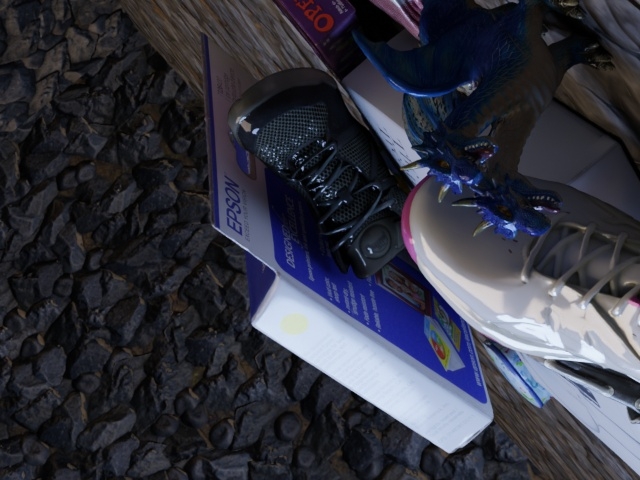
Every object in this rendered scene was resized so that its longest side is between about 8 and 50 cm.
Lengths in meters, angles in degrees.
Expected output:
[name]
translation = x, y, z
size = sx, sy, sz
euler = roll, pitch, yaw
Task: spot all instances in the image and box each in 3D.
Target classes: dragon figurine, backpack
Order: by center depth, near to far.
[dragon figurine]
translation = 0.077, -0.105, 1.072
size = 0.085, 0.144, 0.289
euler = 55, 174, -37
[backpack]
translation = 0.228, 0.120, 1.799
size = 0.105, 0.084, 0.114
euler = 50, 173, -16

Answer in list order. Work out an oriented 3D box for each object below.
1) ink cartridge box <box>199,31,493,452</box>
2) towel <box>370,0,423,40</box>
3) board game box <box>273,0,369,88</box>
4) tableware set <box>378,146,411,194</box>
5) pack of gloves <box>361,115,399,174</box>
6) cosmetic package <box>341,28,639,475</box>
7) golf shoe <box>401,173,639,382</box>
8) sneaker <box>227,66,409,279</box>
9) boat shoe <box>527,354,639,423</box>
[ink cartridge box]
translation = 0.000, 0.000, 1.494
size = 0.307, 0.072, 0.303
euler = 34, -154, -25
[towel]
translation = -0.039, -0.286, 1.237
size = 0.329, 0.037, 0.237
euler = 46, 180, -44
[board game box]
translation = -0.035, -0.233, 1.519
size = 0.208, 0.056, 0.347
euler = 46, -177, 6
[tableware set]
translation = 0.061, -0.102, 1.703
size = 0.104, 0.024, 0.154
euler = 42, -161, -47
[pack of gloves]
translation = 0.122, -0.032, 1.614
size = 0.232, 0.046, 0.195
euler = 33, -150, -57
[cosmetic package]
translation = 0.193, 0.031, 1.357
size = 0.377, 0.097, 0.284
euler = 54, 172, -34
[golf shoe]
translation = 0.193, 0.031, 1.051
size = 0.306, 0.115, 0.140
euler = 27, 163, 5
[sneaker]
translation = 0.011, -0.051, 1.362
size = 0.130, 0.087, 0.227
euler = 57, -174, 25
[boat shoe]
translation = 0.234, 0.094, 1.181
size = 0.219, 0.070, 0.078
euler = 28, -157, -13
